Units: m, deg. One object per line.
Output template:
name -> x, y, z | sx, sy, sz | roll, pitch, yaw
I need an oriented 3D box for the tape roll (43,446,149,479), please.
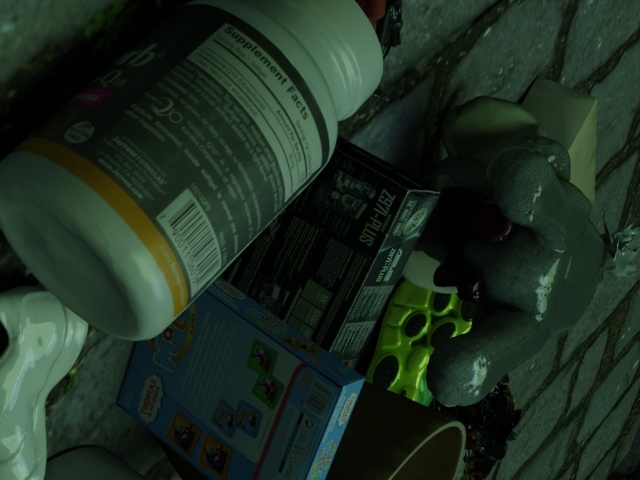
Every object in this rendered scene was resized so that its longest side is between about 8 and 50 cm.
tape roll -> -0.204, 0.331, 1.217 | 0.246, 0.169, 0.246 | -45, 153, -30

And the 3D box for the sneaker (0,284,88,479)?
sneaker -> -0.252, 0.129, 1.022 | 0.094, 0.080, 0.212 | 4, 108, -51

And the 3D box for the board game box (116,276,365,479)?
board game box -> -0.075, 0.132, 1.178 | 0.039, 0.211, 0.160 | -15, 132, -53

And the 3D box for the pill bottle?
pill bottle -> -0.088, -0.073, 0.979 | 0.278, 0.162, 0.162 | -47, 154, -28

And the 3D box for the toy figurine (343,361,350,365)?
toy figurine -> 0.010, 0.130, 1.501 | 0.173, 0.130, 0.159 | -56, 160, -74

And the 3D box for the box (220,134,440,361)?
box -> 0.000, 0.000, 1.255 | 0.077, 0.147, 0.180 | 2, 116, -63

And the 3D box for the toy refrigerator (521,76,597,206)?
toy refrigerator -> 0.307, -0.095, 1.824 | 0.102, 0.094, 0.269 | -58, 158, -19

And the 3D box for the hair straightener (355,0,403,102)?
hair straightener -> 0.067, -0.217, 1.255 | 0.089, 0.047, 0.230 | -46, 153, -28

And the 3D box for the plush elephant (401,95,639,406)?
plush elephant -> 0.170, -0.010, 1.493 | 0.330, 0.255, 0.272 | -10, 118, -50

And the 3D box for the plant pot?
plant pot -> -0.030, 0.213, 1.313 | 0.237, 0.254, 0.237 | -44, 152, -32

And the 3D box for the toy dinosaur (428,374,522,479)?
toy dinosaur -> 0.223, 0.224, 1.888 | 0.322, 0.164, 0.218 | 68, 21, -5

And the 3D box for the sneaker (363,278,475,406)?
sneaker -> 0.117, 0.139, 1.738 | 0.295, 0.109, 0.123 | -61, 176, 6
